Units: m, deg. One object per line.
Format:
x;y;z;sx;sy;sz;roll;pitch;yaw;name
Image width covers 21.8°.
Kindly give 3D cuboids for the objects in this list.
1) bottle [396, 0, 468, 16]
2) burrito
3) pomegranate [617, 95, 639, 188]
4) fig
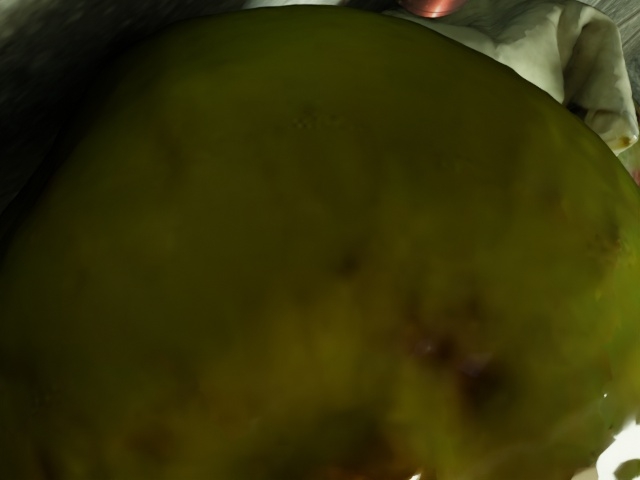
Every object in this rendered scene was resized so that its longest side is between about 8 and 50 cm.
0.074;-0.164;0.807;0.060;0.060;0.164;-37;174;-18;bottle
0.089;-0.091;1.106;0.332;0.190;0.135;131;-22;-76;burrito
0.135;-0.056;1.447;0.306;0.242;0.242;-11;160;-33;pomegranate
-0.005;0.046;0.748;0.343;0.343;0.343;-39;175;-4;fig
